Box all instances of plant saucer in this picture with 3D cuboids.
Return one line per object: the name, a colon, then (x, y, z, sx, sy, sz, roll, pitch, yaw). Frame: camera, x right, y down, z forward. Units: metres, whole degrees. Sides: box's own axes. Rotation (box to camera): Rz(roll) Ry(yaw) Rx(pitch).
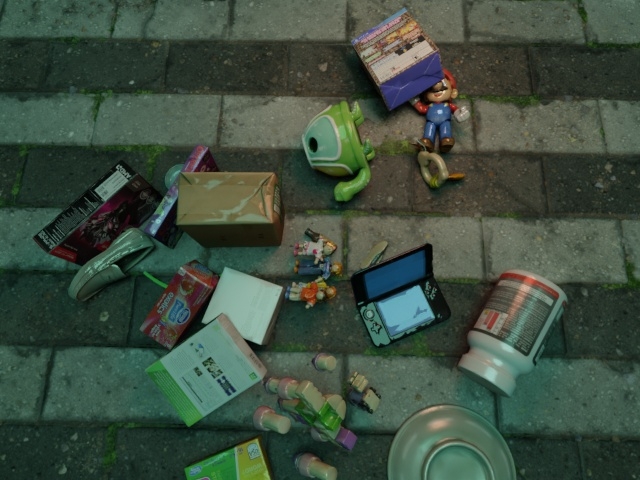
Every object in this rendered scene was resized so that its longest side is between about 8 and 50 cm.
plant saucer: (0.409, 0.716, 1.219, 0.401, 0.100, 0.399, 0, 75, 0)
plant saucer: (-0.526, -0.230, 1.518, 0.120, 0.021, 0.119, 0, 76, 0)

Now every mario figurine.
mario figurine: (0.434, -0.504, 1.501, 0.198, 0.170, 0.320, 7, 79, -14)

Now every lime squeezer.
lime squeezer: (-0.475, 0.154, 1.399, 0.311, 0.059, 0.109, -1, 76, 1)

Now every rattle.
rattle: (0.433, -0.303, 1.480, 0.143, 0.130, 0.199, -25, 71, -3)

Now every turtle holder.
turtle holder: (0.072, -0.326, 1.453, 0.228, 0.243, 0.320, -17, 115, 11)

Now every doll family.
doll family: (-0.011, 0.121, 1.384, 0.163, 0.118, 0.262, 2, 65, 14)

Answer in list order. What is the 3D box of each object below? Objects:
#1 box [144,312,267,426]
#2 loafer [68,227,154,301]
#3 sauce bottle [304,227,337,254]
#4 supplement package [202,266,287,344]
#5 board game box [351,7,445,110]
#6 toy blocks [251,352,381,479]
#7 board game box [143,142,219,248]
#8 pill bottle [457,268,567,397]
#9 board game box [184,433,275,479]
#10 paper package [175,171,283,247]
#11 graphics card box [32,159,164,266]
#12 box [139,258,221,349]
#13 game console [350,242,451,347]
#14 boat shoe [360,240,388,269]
box: (-0.358, 0.405, 1.247, 0.322, 0.058, 0.232, -36, 92, 13)
loafer: (-0.721, 0.094, 1.388, 0.111, 0.112, 0.319, 38, 78, 18)
sauce bottle: (0.000, 0.000, 1.441, 0.128, 0.042, 0.042, 35, 78, 7)
supplement package: (-0.244, 0.220, 1.329, 0.203, 0.149, 0.194, 19, 77, 6)
board game box: (0.284, -0.674, 1.493, 0.232, 0.141, 0.290, -27, 57, 13)
toy blocks: (-0.040, 0.513, 1.238, 0.288, 0.260, 0.309, 53, 54, -16)
board game box: (-0.473, -0.147, 1.400, 0.056, 0.208, 0.346, 25, 78, 7)
pill bottle: (0.600, 0.290, 1.272, 0.210, 0.210, 0.362, 33, 78, 9)
board game box: (-0.247, 0.800, 1.220, 0.243, 0.064, 0.316, -21, 76, -5)
paper package: (-0.280, -0.090, 1.324, 0.310, 0.325, 0.167, -1, 76, -1)
graphics card box: (-0.735, -0.079, 1.372, 0.094, 0.232, 0.371, 40, 78, 14)
box: (-0.447, 0.203, 1.300, 0.123, 0.128, 0.256, 35, 98, -3)
game console: (0.272, 0.186, 1.322, 0.294, 0.173, 0.250, -22, 76, -5)
boat shoe: (0.196, 0.061, 1.424, 0.137, 0.049, 0.043, -49, 122, -13)
